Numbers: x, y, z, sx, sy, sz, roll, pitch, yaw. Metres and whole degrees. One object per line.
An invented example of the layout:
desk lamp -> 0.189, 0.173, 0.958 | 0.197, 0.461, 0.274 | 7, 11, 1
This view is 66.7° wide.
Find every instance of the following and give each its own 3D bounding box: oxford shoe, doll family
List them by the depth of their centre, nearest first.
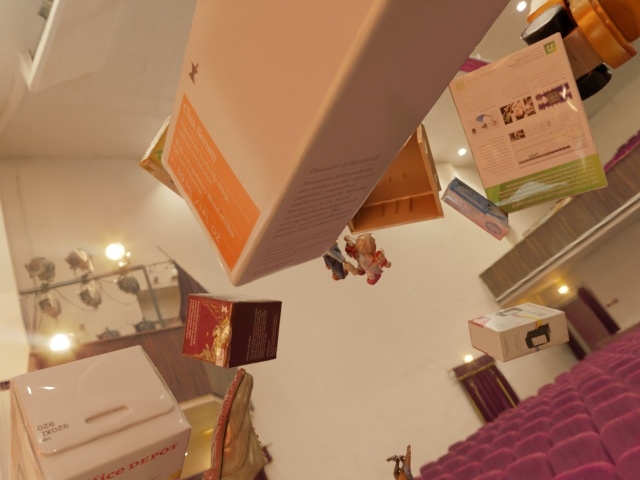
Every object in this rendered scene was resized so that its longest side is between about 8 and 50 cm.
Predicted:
doll family -> 0.000, 0.000, 0.888 | 0.118, 0.263, 0.163 | -42, -28, -13
oxford shoe -> -0.179, 0.459, 1.080 | 0.130, 0.348, 0.123 | 14, -37, -9

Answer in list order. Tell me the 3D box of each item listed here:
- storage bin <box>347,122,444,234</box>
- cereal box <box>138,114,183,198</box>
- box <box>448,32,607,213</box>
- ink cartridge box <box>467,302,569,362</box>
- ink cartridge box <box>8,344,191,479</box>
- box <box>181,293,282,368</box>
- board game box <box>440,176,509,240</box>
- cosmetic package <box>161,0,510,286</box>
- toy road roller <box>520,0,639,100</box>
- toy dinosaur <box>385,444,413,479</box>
storage bin -> 0.171, -0.172, 1.299 | 0.262, 0.123, 0.260 | -10, -53, 22
cereal box -> -0.290, -0.167, 1.156 | 0.047, 0.173, 0.240 | -23, -51, 36
box -> 0.434, -0.232, 1.031 | 0.232, 0.322, 0.058 | -17, 6, 30
ink cartridge box -> 0.452, 0.206, 1.118 | 0.175, 0.072, 0.127 | -14, 6, -14
ink cartridge box -> -0.301, 0.294, 0.649 | 0.171, 0.168, 0.232 | -9, -52, -43
box -> -0.233, 0.234, 1.309 | 0.167, 0.168, 0.203 | 5, -3, 33
board game box -> 0.204, -0.045, 0.637 | 0.020, 0.090, 0.090 | -56, -7, 26
cosmetic package -> -0.022, -0.170, 0.530 | 0.161, 0.230, 0.453 | -18, -25, -38
toy road roller -> 0.605, -0.483, 1.056 | 0.240, 0.202, 0.329 | -34, 19, 42
toy dinosaur -> 0.119, 0.327, 0.645 | 0.090, 0.082, 0.047 | -14, -18, -40
